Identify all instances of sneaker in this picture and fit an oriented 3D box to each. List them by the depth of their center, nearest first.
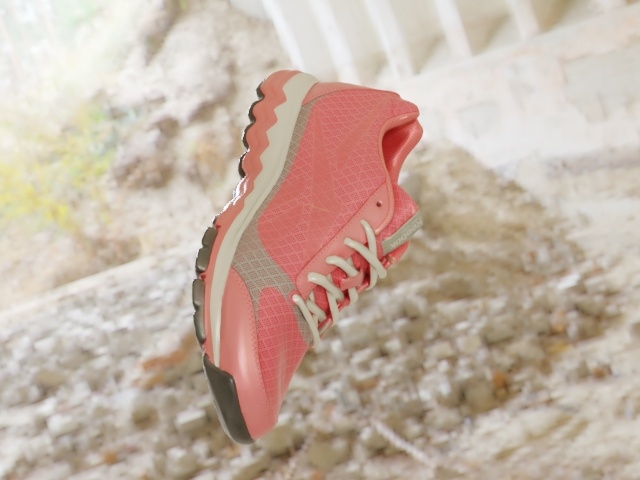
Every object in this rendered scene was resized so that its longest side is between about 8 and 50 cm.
[{"bbox_3d":[0.000,-0.001,1.009,0.136,0.116,0.313,3,55,14],"label":"sneaker"}]
